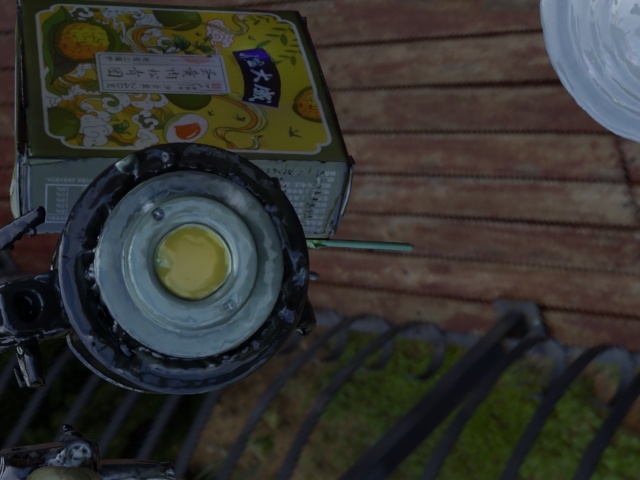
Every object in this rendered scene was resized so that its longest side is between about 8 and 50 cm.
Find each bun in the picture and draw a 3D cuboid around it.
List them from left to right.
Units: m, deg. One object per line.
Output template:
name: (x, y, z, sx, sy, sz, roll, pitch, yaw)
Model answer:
bun: (-0.169, 0.194, 0.944, 0.086, 0.055, 0.086, 158, 90, -77)

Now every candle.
candle: (0.259, -0.190, 0.952, 0.221, 0.342, 0.221, 4, 114, 9)

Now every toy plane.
toy plane: (-0.252, 0.201, 1.154, 0.192, 0.262, 0.088, 174, 102, -74)

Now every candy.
candy: (0.000, 0.000, 2.140, 0.305, 0.083, 0.091, 3, 150, -8)

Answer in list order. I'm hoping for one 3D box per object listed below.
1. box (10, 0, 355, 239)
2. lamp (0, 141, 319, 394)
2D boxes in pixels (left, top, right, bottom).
box: (-0.197, -0.169, 1.794, 0.373, 0.420, 0.138, -106, 22, -48)
lamp: (-0.116, 0.028, 1.162, 0.272, 0.374, 0.205, -17, 87, 56)
